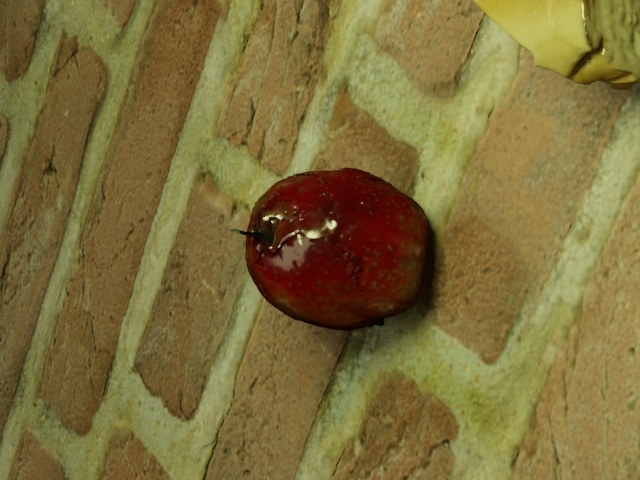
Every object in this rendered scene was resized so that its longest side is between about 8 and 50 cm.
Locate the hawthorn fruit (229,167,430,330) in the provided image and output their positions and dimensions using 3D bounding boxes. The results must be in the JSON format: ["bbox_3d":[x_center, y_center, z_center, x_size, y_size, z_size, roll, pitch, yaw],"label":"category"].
[{"bbox_3d":[0.000,0.000,1.559,0.181,0.235,0.181,-22,59,44],"label":"hawthorn fruit"}]

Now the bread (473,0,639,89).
[{"bbox_3d":[0.254,-0.243,1.299,0.211,0.184,0.224,56,132,31],"label":"bread"}]
